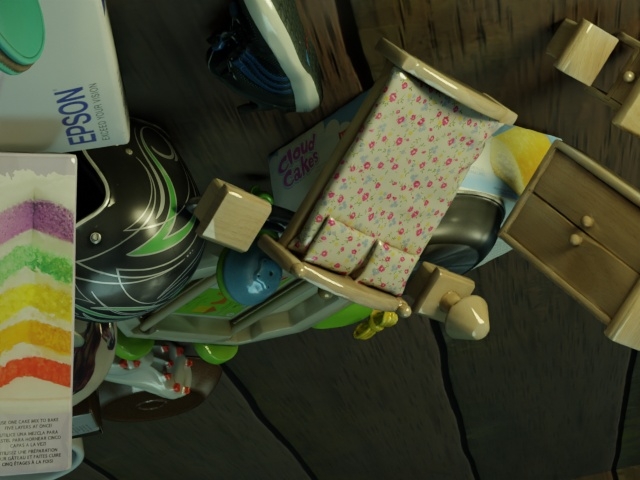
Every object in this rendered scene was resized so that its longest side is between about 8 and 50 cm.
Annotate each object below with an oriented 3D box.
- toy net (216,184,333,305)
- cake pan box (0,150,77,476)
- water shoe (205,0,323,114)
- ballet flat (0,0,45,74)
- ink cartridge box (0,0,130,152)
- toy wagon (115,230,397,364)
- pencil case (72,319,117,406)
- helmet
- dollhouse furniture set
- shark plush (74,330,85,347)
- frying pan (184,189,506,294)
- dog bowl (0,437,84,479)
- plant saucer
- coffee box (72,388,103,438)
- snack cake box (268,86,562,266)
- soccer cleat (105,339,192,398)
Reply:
[{"bbox_3d":[0.000,0.000,1.471,0.232,0.122,0.045,-3,-175,-41],"label":"toy net"},{"bbox_3d":[-0.312,0.052,1.062,0.267,0.246,0.070,2,-179,-26],"label":"cake pan box"},{"bbox_3d":[-0.051,-0.142,1.110,0.080,0.073,0.203,-11,158,7],"label":"water shoe"},{"bbox_3d":[-0.237,-0.193,0.807,0.087,0.083,0.247,-8,132,17],"label":"ballet flat"},{"bbox_3d":[-0.310,-0.136,1.009,0.330,0.071,0.324,-11,159,-5],"label":"ink cartridge box"},{"bbox_3d":[-0.064,0.062,1.622,0.344,0.068,0.267,7,153,-40],"label":"toy wagon"},{"bbox_3d":[-0.332,0.073,1.307,0.183,0.160,0.410,-54,162,7],"label":"pencil case"},{"bbox_3d":[-0.180,-0.009,1.256,0.169,0.161,0.169,-10,158,-4],"label":"helmet"},{"bbox_3d":[0.136,-0.055,1.148,0.355,0.174,0.303,20,106,-40],"label":"dollhouse furniture set"},{"bbox_3d":[-0.255,0.072,1.203,0.067,0.073,0.161,-52,156,-12],"label":"shark plush"},{"bbox_3d":[0.048,-0.008,1.297,0.197,0.053,0.326,-21,159,22],"label":"frying pan"},{"bbox_3d":[-0.434,0.241,1.835,0.265,0.104,0.265,-10,158,-4],"label":"dog bowl"},{"bbox_3d":[-0.225,0.202,1.936,0.198,0.036,0.198,-9,159,-4],"label":"plant saucer"},{"bbox_3d":[-0.373,0.160,1.613,0.246,0.141,0.098,-9,159,-4],"label":"coffee box"},{"bbox_3d":[0.100,-0.051,1.391,0.264,0.089,0.152,10,152,-42],"label":"snack cake box"},{"bbox_3d":[-0.223,0.148,1.774,0.076,0.068,0.196,-5,162,26],"label":"soccer cleat"}]
